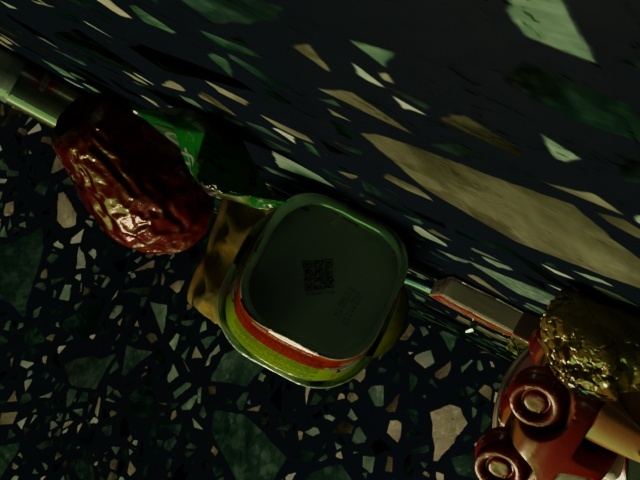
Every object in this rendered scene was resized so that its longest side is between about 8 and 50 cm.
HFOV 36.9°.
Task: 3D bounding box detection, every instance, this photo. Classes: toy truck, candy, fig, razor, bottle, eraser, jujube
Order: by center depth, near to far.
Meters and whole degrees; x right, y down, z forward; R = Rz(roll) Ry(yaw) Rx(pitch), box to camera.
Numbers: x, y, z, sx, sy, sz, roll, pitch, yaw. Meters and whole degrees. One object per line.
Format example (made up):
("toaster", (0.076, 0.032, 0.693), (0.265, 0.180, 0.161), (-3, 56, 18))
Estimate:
("candy", (-0.136, -0.107, 1.176), (0.203, 0.078, 0.141), (40, 174, 41))
("toy truck", (0.356, 0.248, 1.278), (0.239, 0.265, 0.189), (28, -147, 12))
("jujube", (-0.290, -0.098, 1.503), (0.197, 0.197, 0.290), (23, 159, 51))
("eraser", (0.265, 0.111, 1.585), (0.157, 0.038, 0.230), (28, 177, 2))
("bottle", (-0.452, -0.233, 1.624), (0.286, 0.082, 0.082), (28, 176, -21))
("razor", (0.222, 0.104, 1.819), (0.191, 0.037, 0.068), (31, -140, 18))
("fig", (0.096, 0.136, 2.022), (0.203, 0.203, 0.225), (27, -159, 9))

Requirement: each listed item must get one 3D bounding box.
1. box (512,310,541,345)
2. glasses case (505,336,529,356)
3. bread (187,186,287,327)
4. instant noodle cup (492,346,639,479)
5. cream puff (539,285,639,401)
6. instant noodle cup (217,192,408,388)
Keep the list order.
("box", (0.344, 0.147, 1.425), (0.115, 0.048, 0.025), (25, 169, 33))
("glasses case", (0.457, 0.231, 1.680), (0.272, 0.062, 0.095), (30, -178, -24))
("bread", (-0.113, 0.035, 1.714), (0.196, 0.252, 0.238), (21, 179, 23))
("instant noodle cup", (0.429, 0.290, 1.474), (0.243, 0.243, 0.231), (30, 169, -38))
("cream puff", (0.284, 0.111, 0.985), (0.133, 0.104, 0.119), (30, -178, -21))
("instant noodle cup", (-0.007, 0.066, 1.389), (0.294, 0.294, 0.308), (27, 169, 0))
